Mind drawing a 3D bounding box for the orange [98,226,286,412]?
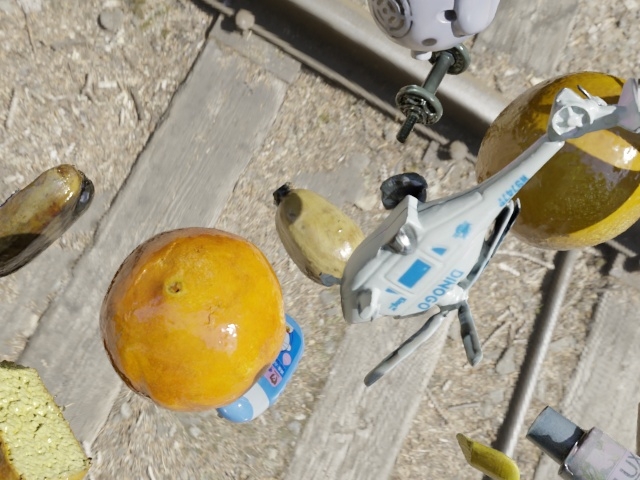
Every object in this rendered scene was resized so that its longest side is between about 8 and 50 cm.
[{"bbox_3d":[-0.191,0.116,1.155,0.283,0.226,0.284,-4,62,8],"label":"orange"}]

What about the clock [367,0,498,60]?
[{"bbox_3d":[0.100,-0.260,0.581,0.188,0.254,0.189,-2,42,2],"label":"clock"}]

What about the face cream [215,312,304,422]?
[{"bbox_3d":[-0.128,0.245,1.484,0.149,0.083,0.264,38,40,-4],"label":"face cream"}]

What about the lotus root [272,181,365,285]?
[{"bbox_3d":[0.000,0.000,1.487,0.140,0.154,0.257,-44,85,-12],"label":"lotus root"}]

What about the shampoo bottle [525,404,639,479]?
[{"bbox_3d":[0.308,0.248,0.769,0.214,0.072,0.072,35,72,22],"label":"shampoo bottle"}]

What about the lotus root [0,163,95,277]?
[{"bbox_3d":[-0.609,-0.018,1.604,0.329,0.167,0.078,-44,57,4],"label":"lotus root"}]

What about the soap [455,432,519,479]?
[{"bbox_3d":[0.375,0.499,1.735,0.033,0.168,0.089,-32,128,-41],"label":"soap"}]

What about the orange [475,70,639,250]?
[{"bbox_3d":[0.311,-0.097,0.953,0.236,0.236,0.237,2,79,-13],"label":"orange"}]

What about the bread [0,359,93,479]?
[{"bbox_3d":[-0.598,0.392,1.451,0.340,0.194,0.179,44,109,33],"label":"bread"}]

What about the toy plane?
[{"bbox_3d":[0.102,-0.010,0.548,0.107,0.273,0.182,30,56,-14],"label":"toy plane"}]

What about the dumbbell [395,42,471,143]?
[{"bbox_3d":[0.182,-0.258,1.230,0.081,0.081,0.254,32,69,-6],"label":"dumbbell"}]

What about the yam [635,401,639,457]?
[{"bbox_3d":[0.678,0.386,1.548,0.084,0.084,0.127,15,63,-10],"label":"yam"}]
